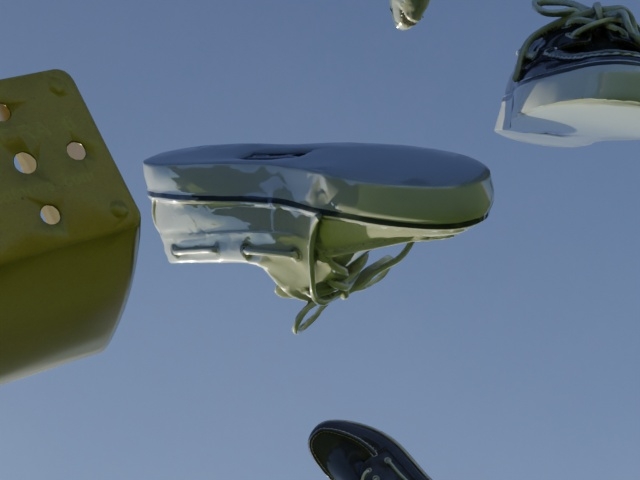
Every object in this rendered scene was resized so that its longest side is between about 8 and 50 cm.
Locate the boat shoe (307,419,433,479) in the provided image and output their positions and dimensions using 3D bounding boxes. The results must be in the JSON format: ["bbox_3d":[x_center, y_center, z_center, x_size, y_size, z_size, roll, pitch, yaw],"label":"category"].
[{"bbox_3d":[0.064,0.248,1.511,0.075,0.206,0.065,-60,-23,12],"label":"boat shoe"}]

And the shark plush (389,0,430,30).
[{"bbox_3d":[0.064,-0.266,1.298,0.073,0.161,0.067,-18,-4,-16],"label":"shark plush"}]

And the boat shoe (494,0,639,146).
[{"bbox_3d":[0.206,-0.133,1.167,0.113,0.105,0.306,9,0,1],"label":"boat shoe"}]

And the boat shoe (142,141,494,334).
[{"bbox_3d":[-0.007,0.002,1.310,0.136,0.367,0.156,-24,-68,-51],"label":"boat shoe"}]

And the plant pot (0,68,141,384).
[{"bbox_3d":[-0.259,-0.015,1.165,0.212,0.212,0.187,-17,-16,-38],"label":"plant pot"}]
